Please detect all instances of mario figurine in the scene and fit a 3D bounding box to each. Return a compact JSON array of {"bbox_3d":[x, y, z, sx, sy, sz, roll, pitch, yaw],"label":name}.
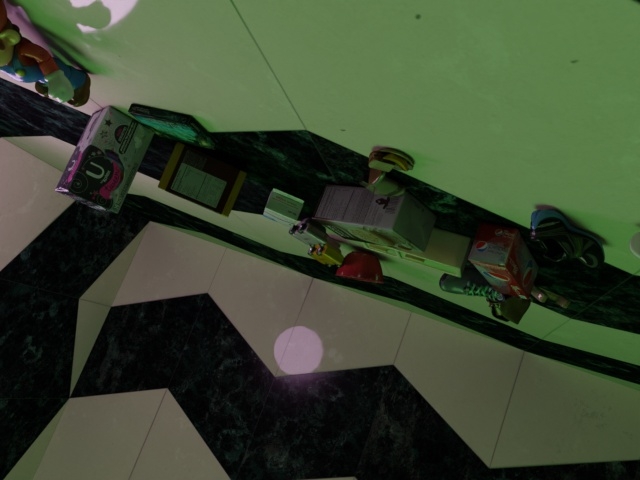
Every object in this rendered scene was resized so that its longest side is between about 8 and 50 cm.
[{"bbox_3d":[-0.613,-0.340,1.020,0.198,0.170,0.320,-17,168,11],"label":"mario figurine"}]

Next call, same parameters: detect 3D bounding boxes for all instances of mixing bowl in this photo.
[{"bbox_3d":[0.149,0.095,1.907,0.181,0.098,0.181,9,174,1],"label":"mixing bowl"}]

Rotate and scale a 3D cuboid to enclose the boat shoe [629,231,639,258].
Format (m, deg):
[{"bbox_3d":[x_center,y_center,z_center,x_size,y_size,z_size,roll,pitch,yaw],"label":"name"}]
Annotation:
[{"bbox_3d":[0.592,0.025,0.828,0.184,0.066,0.063,6,163,24],"label":"boat shoe"}]

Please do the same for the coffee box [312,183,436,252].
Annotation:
[{"bbox_3d":[0.124,-0.055,1.229,0.246,0.098,0.141,11,165,45],"label":"coffee box"}]

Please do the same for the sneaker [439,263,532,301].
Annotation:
[{"bbox_3d":[0.423,0.116,1.342,0.223,0.083,0.098,-4,-149,1],"label":"sneaker"}]

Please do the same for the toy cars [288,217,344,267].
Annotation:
[{"bbox_3d":[0.000,0.000,1.818,0.176,0.087,0.394,23,167,24],"label":"toy cars"}]

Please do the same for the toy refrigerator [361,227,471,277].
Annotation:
[{"bbox_3d":[0.241,0.011,1.347,0.269,0.094,0.102,18,170,20],"label":"toy refrigerator"}]

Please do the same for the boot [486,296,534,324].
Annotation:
[{"bbox_3d":[0.514,0.153,1.484,0.305,0.115,0.112,33,168,-40],"label":"boot"}]

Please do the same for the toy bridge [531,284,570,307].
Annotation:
[{"bbox_3d":[0.596,0.144,1.436,0.188,0.026,0.063,14,-158,-22],"label":"toy bridge"}]

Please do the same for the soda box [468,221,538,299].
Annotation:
[{"bbox_3d":[0.423,0.051,1.190,0.083,0.092,0.263,15,168,36],"label":"soda box"}]

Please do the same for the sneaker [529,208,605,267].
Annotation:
[{"bbox_3d":[0.448,0.009,0.962,0.188,0.078,0.067,26,169,-26],"label":"sneaker"}]

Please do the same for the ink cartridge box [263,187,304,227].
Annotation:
[{"bbox_3d":[-0.116,-0.097,1.601,0.104,0.060,0.180,23,170,-5],"label":"ink cartridge box"}]

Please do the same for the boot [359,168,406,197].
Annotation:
[{"bbox_3d":[0.135,-0.118,1.067,0.087,0.042,0.118,18,172,-17],"label":"boot"}]

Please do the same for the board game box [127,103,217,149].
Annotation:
[{"bbox_3d":[-0.354,-0.274,1.263,0.186,0.026,0.126,17,169,25],"label":"board game box"}]

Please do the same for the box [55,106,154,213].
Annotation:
[{"bbox_3d":[-0.582,-0.214,1.408,0.142,0.247,0.163,27,168,-36],"label":"box"}]

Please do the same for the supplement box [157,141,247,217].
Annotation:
[{"bbox_3d":[-0.322,-0.161,1.427,0.194,0.129,0.191,24,178,-14],"label":"supplement box"}]

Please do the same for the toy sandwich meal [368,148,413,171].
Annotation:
[{"bbox_3d":[0.129,-0.142,0.962,0.085,0.029,0.085,21,170,4],"label":"toy sandwich meal"}]
